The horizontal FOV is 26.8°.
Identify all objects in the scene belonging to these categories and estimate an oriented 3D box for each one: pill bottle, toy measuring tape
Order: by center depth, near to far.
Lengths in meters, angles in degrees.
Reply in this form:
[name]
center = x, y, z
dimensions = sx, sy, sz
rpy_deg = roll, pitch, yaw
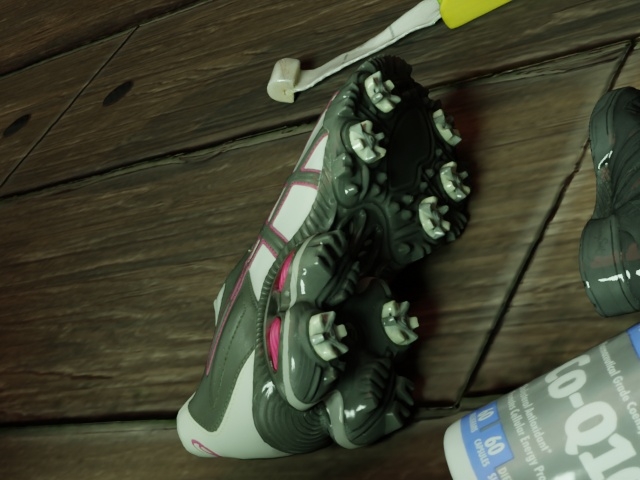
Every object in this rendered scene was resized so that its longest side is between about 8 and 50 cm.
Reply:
[pill bottle]
center = 0.121, 0.070, 0.483
dimensions = 0.137, 0.078, 0.078
rpy_deg = -31, 27, 12
[toy measuring tape]
center = 0.080, -0.211, 0.948
dimensions = 0.330, 0.121, 0.121
rpy_deg = -24, 29, 23

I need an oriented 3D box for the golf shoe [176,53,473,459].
[golf shoe]
center = 0.000, 0.000, 0.719
dimensions = 0.120, 0.105, 0.273
rpy_deg = -25, 27, 37

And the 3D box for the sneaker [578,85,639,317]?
[sneaker]
center = 0.167, -0.018, 0.606
dimensions = 0.089, 0.051, 0.170
rpy_deg = -18, 37, 32
